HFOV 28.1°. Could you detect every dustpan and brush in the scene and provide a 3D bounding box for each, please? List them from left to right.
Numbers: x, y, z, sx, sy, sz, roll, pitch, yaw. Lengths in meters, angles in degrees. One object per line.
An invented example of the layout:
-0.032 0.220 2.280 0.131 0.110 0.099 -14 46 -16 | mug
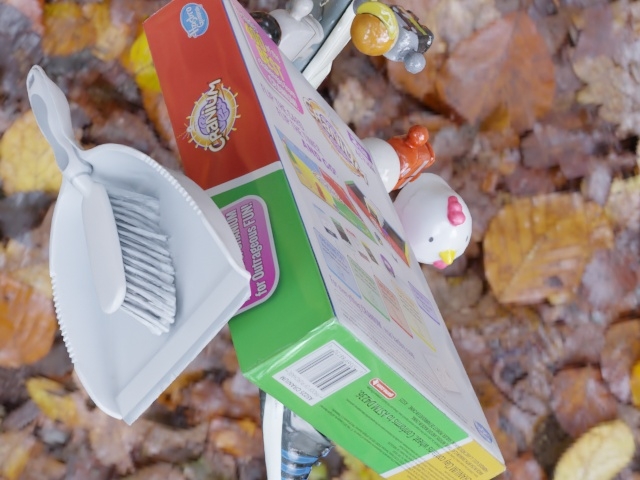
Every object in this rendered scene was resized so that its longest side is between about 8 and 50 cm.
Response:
-0.126 -0.019 0.741 0.060 0.211 0.147 11 135 -39 | dustpan and brush

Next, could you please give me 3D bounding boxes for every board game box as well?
0.000 0.000 0.874 0.064 0.316 0.242 -32 138 13 | board game box

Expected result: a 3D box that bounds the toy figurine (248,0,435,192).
0.008 -0.146 1.319 0.213 0.148 0.210 6 100 25 | toy figurine

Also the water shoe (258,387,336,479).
-0.019 0.226 1.368 0.080 0.073 0.203 -5 127 -1 | water shoe

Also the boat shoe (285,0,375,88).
-0.010 -0.263 1.515 0.099 0.116 0.319 38 126 2 | boat shoe

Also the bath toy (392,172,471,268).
0.019 0.000 1.446 0.348 0.129 0.151 -7 91 -18 | bath toy
